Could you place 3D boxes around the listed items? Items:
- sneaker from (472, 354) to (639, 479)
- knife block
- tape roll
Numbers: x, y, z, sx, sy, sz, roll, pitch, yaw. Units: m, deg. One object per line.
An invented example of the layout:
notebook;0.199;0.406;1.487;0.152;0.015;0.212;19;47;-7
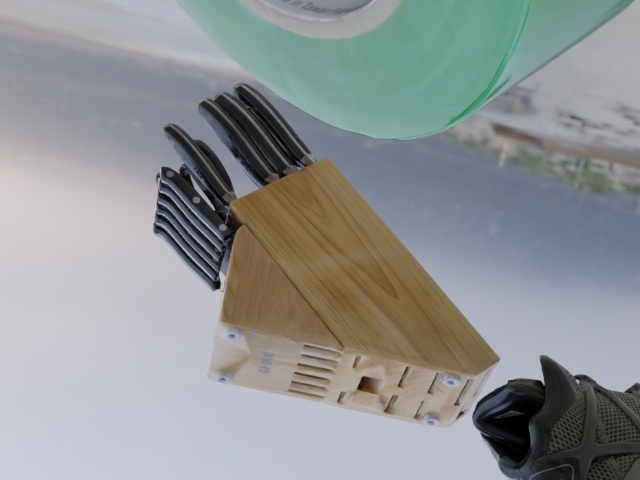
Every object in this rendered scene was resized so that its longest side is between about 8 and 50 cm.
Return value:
sneaker;0.188;0.119;0.872;0.130;0.087;0.227;43;-146;15
knife block;0.000;0.000;1.009;0.276;0.242;0.088;12;145;-4
tape roll;-0.016;-0.190;0.430;0.077;0.321;0.321;-33;-152;-21
